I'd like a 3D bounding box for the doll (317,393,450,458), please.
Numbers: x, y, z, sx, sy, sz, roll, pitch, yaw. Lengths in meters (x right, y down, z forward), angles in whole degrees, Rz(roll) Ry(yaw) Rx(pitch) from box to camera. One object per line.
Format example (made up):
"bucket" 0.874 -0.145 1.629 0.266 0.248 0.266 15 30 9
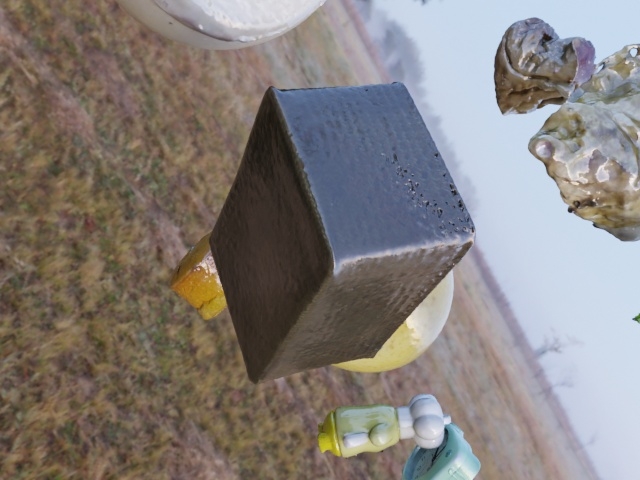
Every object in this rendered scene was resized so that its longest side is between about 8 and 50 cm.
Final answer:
"doll" 0.077 0.226 0.880 0.106 0.162 0.062 -68 149 -86

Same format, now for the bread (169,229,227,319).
"bread" -0.180 0.040 1.462 0.143 0.195 0.269 51 49 -5

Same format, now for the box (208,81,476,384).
"box" 0.002 0.000 0.698 0.273 0.143 0.184 120 -45 -54

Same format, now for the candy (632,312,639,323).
"candy" 0.405 0.040 0.812 0.032 0.102 0.178 46 31 11

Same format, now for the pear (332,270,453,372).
"pear" 0.073 0.072 1.348 0.349 0.348 0.348 59 6 -11

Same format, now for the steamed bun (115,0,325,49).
"steamed bun" -0.139 -0.430 0.901 0.241 0.374 0.374 27 -24 53

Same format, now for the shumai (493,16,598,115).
"shumai" 0.450 -0.320 1.470 0.185 0.183 0.218 -119 -156 -44

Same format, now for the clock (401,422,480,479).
"clock" 0.146 0.274 0.902 0.041 0.101 0.135 41 11 -5

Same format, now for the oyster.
"oyster" 0.396 -0.119 0.797 0.115 0.350 0.238 130 -49 -86
